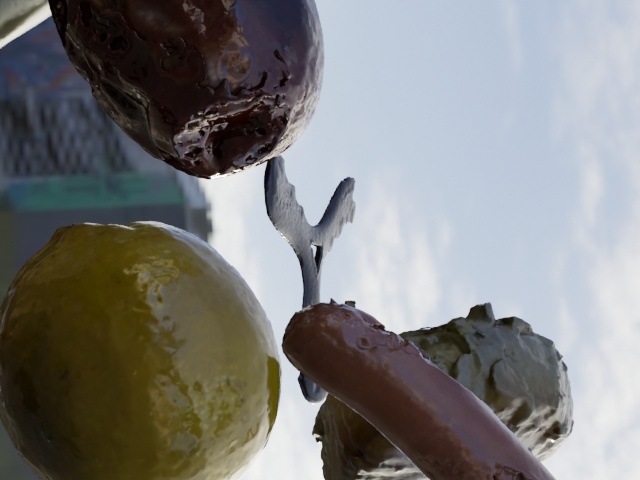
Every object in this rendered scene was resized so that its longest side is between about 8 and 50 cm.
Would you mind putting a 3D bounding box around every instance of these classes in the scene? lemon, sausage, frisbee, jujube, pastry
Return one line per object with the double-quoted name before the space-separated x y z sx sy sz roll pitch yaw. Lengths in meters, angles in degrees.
"lemon" -0.180 0.128 1.783 0.297 0.297 0.297 177 -90 -75
"sausage" 0.103 0.158 1.359 0.087 0.326 0.079 -33 -162 44
"frisbee" 0.000 0.000 1.432 0.187 0.012 0.211 -61 144 -52
"jujube" -0.092 -0.158 1.271 0.183 0.183 0.243 105 -34 -49
"pastry" 0.150 0.208 2.075 0.329 0.330 0.136 110 -29 -55

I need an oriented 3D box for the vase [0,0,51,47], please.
"vase" -0.318 -0.244 1.545 0.302 0.241 0.329 -67 -168 -10
